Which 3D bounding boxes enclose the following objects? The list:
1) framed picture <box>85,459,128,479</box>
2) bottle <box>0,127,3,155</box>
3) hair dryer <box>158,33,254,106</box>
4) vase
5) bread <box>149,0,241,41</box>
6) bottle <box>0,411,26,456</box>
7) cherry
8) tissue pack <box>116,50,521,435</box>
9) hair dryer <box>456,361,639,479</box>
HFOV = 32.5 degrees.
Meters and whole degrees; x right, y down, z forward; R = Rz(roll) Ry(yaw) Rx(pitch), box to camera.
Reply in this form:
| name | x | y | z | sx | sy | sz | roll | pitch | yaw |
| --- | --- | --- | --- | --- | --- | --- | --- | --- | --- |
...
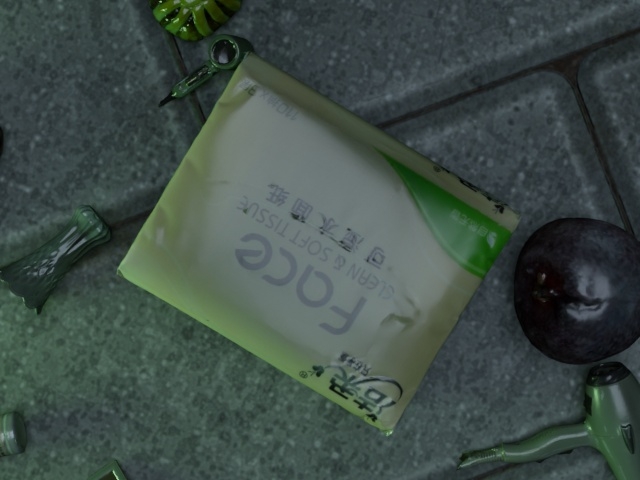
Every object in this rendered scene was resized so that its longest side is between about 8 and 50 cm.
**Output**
| name | x | y | z | sx | sy | sz | roll | pitch | yaw |
| --- | --- | --- | --- | --- | --- | --- | --- | --- | --- |
| framed picture | -0.312 | 0.402 | 1.458 | 0.183 | 0.011 | 0.142 | -35 | 70 | -2 |
| bottle | -0.497 | -0.137 | 1.459 | 0.140 | 0.053 | 0.053 | 6 | 89 | -1 |
| hair dryer | -0.159 | -0.221 | 1.477 | 0.150 | 0.071 | 0.047 | -35 | 86 | 15 |
| vase | -0.346 | 0.020 | 1.455 | 0.148 | 0.081 | 0.081 | -43 | 91 | -6 |
| bread | -0.169 | -0.341 | 1.468 | 0.130 | 0.071 | 0.139 | 39 | 88 | -6 |
| bottle | -0.502 | 0.275 | 1.450 | 0.217 | 0.060 | 0.060 | -12 | 90 | -3 |
| cherry | 0.349 | 0.067 | 1.430 | 0.195 | 0.195 | 0.195 | 0 | 89 | -2 |
| tissue pack | 0.000 | 0.000 | 1.402 | 0.405 | 0.205 | 0.332 | 31 | 92 | -1 |
| hair dryer | 0.355 | 0.317 | 1.489 | 0.267 | 0.092 | 0.229 | -35 | 97 | 11 |
